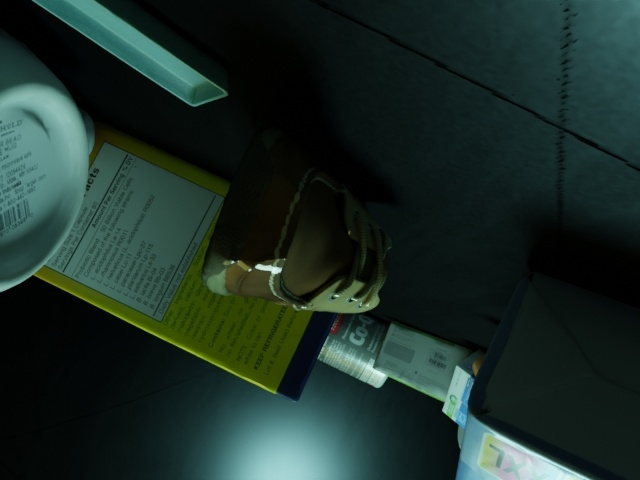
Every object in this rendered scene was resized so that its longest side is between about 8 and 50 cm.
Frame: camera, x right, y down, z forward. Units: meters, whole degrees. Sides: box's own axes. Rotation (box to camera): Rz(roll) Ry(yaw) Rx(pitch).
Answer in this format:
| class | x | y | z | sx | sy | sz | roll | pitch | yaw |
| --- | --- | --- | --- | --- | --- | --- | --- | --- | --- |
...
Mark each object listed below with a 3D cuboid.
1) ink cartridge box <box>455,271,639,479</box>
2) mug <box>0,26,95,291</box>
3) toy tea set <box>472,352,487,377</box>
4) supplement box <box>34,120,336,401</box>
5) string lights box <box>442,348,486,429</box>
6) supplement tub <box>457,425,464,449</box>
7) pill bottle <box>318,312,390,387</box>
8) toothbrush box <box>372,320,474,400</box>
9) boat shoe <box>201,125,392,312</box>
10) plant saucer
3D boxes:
| class | x | y | z | sx | sy | sz | roll | pitch | yaw |
| --- | --- | --- | --- | --- | --- | --- | --- | --- | --- |
| ink cartridge box | 0.256 | 0.244 | 0.500 | 0.270 | 0.151 | 0.395 | 21 | 144 | 26 |
| mug | -0.366 | -0.100 | 0.510 | 0.328 | 0.276 | 0.374 | 17 | -160 | 9 |
| toy tea set | 0.310 | 0.219 | 0.837 | 0.200 | 0.124 | 0.336 | -11 | 140 | 11 |
| supplement box | -0.144 | 0.033 | 0.741 | 0.356 | 0.194 | 0.195 | 26 | 171 | 4 |
| string lights box | 0.354 | 0.330 | 1.042 | 0.259 | 0.076 | 0.133 | 36 | 135 | 38 |
| supplement tub | 0.581 | 0.567 | 1.625 | 0.331 | 0.241 | 0.241 | 27 | 171 | -10 |
| pill bottle | 0.057 | 0.248 | 1.501 | 0.283 | 0.161 | 0.161 | 25 | 171 | 4 |
| toothbrush box | 0.285 | 0.305 | 1.329 | 0.206 | 0.122 | 0.283 | 16 | 166 | 42 |
| boat shoe | 0.000 | 0.000 | 0.462 | 0.119 | 0.123 | 0.324 | 20 | 178 | 5 |
| plant saucer | -0.139 | -0.138 | 0.326 | 0.192 | 0.018 | 0.067 | 32 | 169 | -30 |
